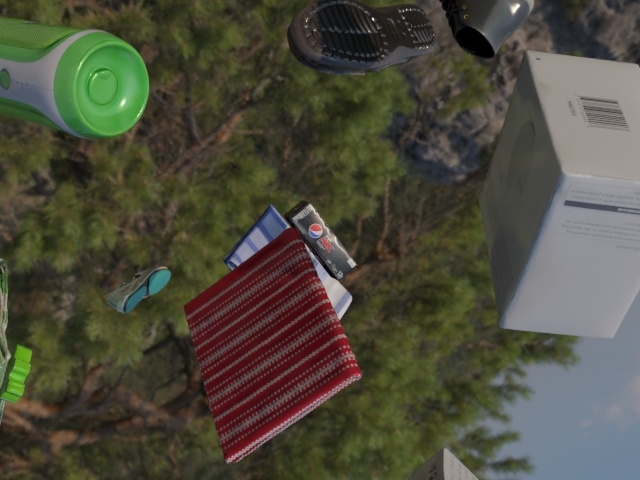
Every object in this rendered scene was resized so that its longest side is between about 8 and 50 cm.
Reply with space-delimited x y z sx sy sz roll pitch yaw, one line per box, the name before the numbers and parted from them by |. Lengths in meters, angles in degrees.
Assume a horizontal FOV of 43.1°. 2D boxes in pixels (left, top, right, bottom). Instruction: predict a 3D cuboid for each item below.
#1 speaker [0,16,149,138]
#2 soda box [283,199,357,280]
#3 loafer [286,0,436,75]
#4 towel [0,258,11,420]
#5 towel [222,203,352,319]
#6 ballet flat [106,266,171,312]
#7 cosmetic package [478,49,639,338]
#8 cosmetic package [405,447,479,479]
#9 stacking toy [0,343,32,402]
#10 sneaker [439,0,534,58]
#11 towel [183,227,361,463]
speaker | -0.344 -0.203 0.975 0.296 0.131 0.131 17 -159 34
soda box | 0.000 0.000 1.641 0.053 0.169 0.060 -39 -164 -9
loafer | 0.066 -0.350 1.474 0.366 0.134 0.130 -13 171 -46
towel | -0.576 0.209 1.413 0.038 0.325 0.248 8 117 -29
towel | -0.059 0.084 1.687 0.034 0.285 0.209 -27 -162 43
ballet flat | -0.349 0.085 1.553 0.168 0.052 0.057 -41 149 -62
cosmetic package | 0.276 -0.050 0.897 0.138 0.224 0.224 7 134 -4
cosmetic package | 0.186 0.427 1.137 0.151 0.184 0.151 -46 180 12
stacking toy | -0.375 0.171 0.735 0.167 0.221 0.052 30 139 -31
sneaker | 0.196 -0.369 1.186 0.118 0.222 0.083 -53 176 -22
towel | -0.069 0.121 1.019 0.199 0.275 0.031 -37 133 11
